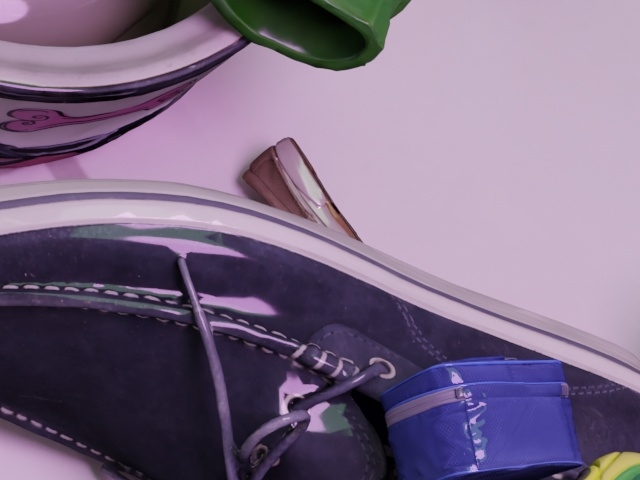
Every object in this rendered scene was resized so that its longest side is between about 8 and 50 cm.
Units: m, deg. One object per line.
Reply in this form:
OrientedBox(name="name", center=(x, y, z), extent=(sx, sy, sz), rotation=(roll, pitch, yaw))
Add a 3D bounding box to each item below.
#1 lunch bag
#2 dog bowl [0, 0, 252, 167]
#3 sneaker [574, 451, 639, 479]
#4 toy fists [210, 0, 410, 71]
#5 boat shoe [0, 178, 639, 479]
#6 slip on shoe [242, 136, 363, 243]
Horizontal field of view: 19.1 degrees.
OrientedBox(name="lunch bag", center=(0.084, 0.090, 0.963), extent=(0.098, 0.067, 0.065), rotation=(0, 72, -35))
OrientedBox(name="dog bowl", center=(-0.210, -0.223, 1.163), extent=(0.408, 0.150, 0.408), rotation=(11, 58, -18))
OrientedBox(name="sneaker", center=(0.159, 0.244, 0.905), extent=(0.123, 0.109, 0.295), rotation=(2, 69, 22))
OrientedBox(name="toy fists", center=(-0.067, -0.207, 1.070), extent=(0.279, 0.096, 0.142), rotation=(24, 64, -13))
OrientedBox(name="boat shoe", center=(-0.023, 0.097, 1.041), extent=(0.500, 0.187, 0.156), rotation=(18, 51, -22))
OrientedBox(name="slip on shoe", center=(0.000, 0.000, 1.198), extent=(0.041, 0.051, 0.135), rotation=(-33, 86, 5))
